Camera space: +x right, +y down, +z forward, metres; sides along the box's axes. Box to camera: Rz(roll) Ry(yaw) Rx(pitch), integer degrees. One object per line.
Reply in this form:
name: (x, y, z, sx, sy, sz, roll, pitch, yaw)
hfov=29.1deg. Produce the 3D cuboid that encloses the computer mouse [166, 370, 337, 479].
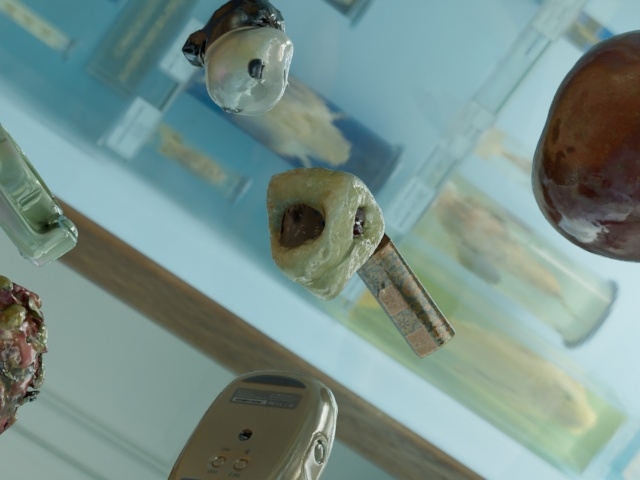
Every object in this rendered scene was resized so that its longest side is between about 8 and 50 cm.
computer mouse: (-0.069, 0.227, 1.271, 0.145, 0.082, 0.236, 1, -147, 21)

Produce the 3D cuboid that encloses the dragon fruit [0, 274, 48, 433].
dragon fruit: (-0.598, 0.192, 2.112, 0.291, 0.250, 0.269, -55, 171, 3)

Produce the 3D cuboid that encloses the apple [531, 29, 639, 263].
apple: (0.466, -0.130, 1.736, 0.348, 0.277, 0.348, -51, 156, -34)

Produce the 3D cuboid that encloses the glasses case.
glasses case: (0.132, 0.090, 1.983, 0.075, 0.218, 0.049, -38, -152, -3)

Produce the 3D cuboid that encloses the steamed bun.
steamed bun: (0.000, 0.000, 1.716, 0.141, 0.172, 0.155, -5, -123, 29)

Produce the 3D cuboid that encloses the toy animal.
toy animal: (-0.114, -0.261, 1.833, 0.166, 0.138, 0.179, -60, -141, 38)

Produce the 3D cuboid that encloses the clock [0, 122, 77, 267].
clock: (-0.591, -0.107, 2.353, 0.109, 0.324, 0.265, -34, -166, -5)
